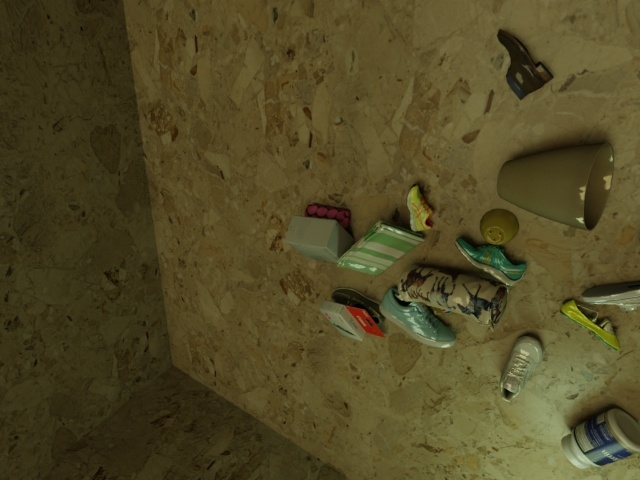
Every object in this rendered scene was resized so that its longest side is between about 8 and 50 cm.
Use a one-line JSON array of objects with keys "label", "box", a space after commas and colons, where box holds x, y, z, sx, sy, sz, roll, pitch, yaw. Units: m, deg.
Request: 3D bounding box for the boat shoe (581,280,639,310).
[{"label": "boat shoe", "box": [1.017, 0.191, 1.325, 0.258, 0.095, 0.084, -15, 101, 39]}]

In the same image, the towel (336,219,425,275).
[{"label": "towel", "box": [0.249, 0.046, 1.699, 0.248, 0.038, 0.325, 16, 139, -27]}]

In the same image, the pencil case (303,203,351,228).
[{"label": "pencil case", "box": [0.028, -0.106, 1.832, 0.210, 0.098, 0.095, 10, 118, 29]}]

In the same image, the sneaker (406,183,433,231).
[{"label": "sneaker", "box": [0.400, -0.129, 1.587, 0.094, 0.081, 0.208, 4, 127, 32]}]

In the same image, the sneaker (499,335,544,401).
[{"label": "sneaker", "box": [0.802, 0.522, 1.608, 0.114, 0.152, 0.305, 22, 123, 26]}]

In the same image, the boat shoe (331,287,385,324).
[{"label": "boat shoe", "box": [0.180, 0.318, 1.957, 0.305, 0.091, 0.109, 19, 123, 25]}]

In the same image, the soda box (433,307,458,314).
[{"label": "soda box", "box": [0.569, 0.275, 1.694, 0.181, 0.058, 0.061, -7, 109, 36]}]

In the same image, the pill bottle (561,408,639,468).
[{"label": "pill bottle", "box": [1.081, 0.773, 1.552, 0.153, 0.153, 0.264, 39, 130, 11]}]

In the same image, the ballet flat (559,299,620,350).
[{"label": "ballet flat", "box": [0.974, 0.294, 1.428, 0.231, 0.077, 0.077, 37, 112, 15]}]

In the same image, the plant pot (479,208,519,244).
[{"label": "plant pot", "box": [0.640, -0.037, 1.458, 0.134, 0.095, 0.134, 16, 121, 28]}]

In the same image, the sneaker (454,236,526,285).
[{"label": "sneaker", "box": [0.640, 0.058, 1.524, 0.275, 0.107, 0.109, 31, 112, 9]}]

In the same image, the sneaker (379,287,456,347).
[{"label": "sneaker", "box": [0.433, 0.334, 1.768, 0.366, 0.135, 0.150, 26, 129, 19]}]

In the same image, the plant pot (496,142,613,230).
[{"label": "plant pot", "box": [0.716, -0.177, 1.261, 0.274, 0.257, 0.256, 15, 123, 46]}]

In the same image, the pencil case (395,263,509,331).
[{"label": "pencil case", "box": [0.512, 0.212, 1.598, 0.411, 0.183, 0.159, 12, 145, 38]}]

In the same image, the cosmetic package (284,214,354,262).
[{"label": "cosmetic package", "box": [0.000, 0.000, 1.809, 0.225, 0.138, 0.224, 7, 161, 31]}]

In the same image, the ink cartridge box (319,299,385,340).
[{"label": "ink cartridge box", "box": [0.157, 0.403, 1.946, 0.239, 0.060, 0.275, 8, 146, 40]}]

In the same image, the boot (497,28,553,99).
[{"label": "boot", "box": [0.594, -0.538, 1.234, 0.219, 0.082, 0.106, 47, 128, 2]}]
